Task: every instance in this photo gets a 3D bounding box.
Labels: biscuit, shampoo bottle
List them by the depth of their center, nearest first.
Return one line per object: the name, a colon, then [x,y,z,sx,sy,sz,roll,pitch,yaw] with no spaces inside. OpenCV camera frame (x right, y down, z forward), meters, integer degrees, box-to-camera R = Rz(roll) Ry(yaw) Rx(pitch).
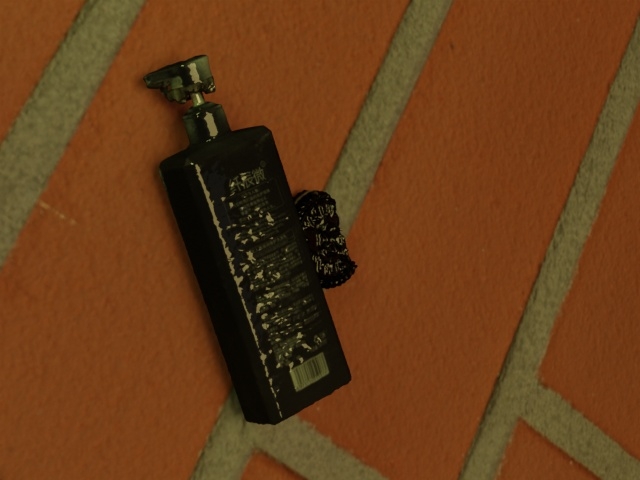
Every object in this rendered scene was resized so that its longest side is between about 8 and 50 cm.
shampoo bottle: [-0.064,-0.005,1.175,0.098,0.071,0.309,-26,104,-36]
biscuit: [0.000,0.000,1.254,0.089,0.027,0.087,19,74,-39]
